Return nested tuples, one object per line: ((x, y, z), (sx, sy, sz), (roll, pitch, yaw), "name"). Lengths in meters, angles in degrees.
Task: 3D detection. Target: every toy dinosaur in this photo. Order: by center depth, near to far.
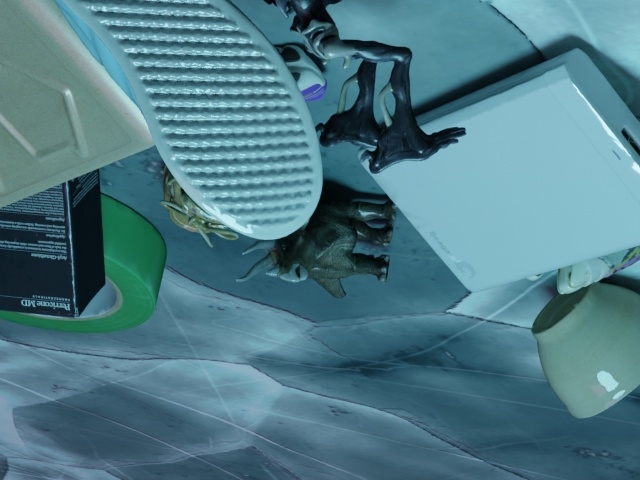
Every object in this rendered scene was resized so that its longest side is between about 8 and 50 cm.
((0.000, 0.000, 1.949), (0.160, 0.121, 0.313), (9, 178, 0), "toy dinosaur")

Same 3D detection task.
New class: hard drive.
((0.197, -0.059, 1.700), (0.203, 0.040, 0.307), (49, 144, -16), "hard drive")

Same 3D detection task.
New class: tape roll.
((-0.353, 0.018, 2.149), (0.321, 0.077, 0.321), (9, 156, 4), "tape roll")

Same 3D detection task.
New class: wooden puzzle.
((-0.344, -0.177, 1.623), (0.348, 0.080, 0.322), (-21, 123, 35), "wooden puzzle")

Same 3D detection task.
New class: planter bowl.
((0.314, 0.110, 2.012), (0.109, 0.162, 0.162), (46, 146, -10), "planter bowl")

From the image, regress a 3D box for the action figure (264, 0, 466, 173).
((0.026, -0.203, 1.442), (0.164, 0.141, 0.275), (18, 134, 60), "action figure")

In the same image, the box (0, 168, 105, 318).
((-0.381, -0.025, 1.933), (0.261, 0.103, 0.184), (6, 112, 12), "box")

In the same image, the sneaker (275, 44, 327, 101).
((-0.071, -0.140, 1.706), (0.170, 0.068, 0.071), (-5, 157, 29), "sneaker")

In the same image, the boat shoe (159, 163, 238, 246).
((-0.112, -0.061, 1.863), (0.105, 0.089, 0.285), (15, 156, -11), "boat shoe")

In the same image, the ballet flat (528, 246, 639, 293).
((0.248, 0.012, 1.887), (0.221, 0.079, 0.077), (17, 152, -15), "ballet flat")

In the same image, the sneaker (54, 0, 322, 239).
((-0.123, -0.168, 1.480), (0.366, 0.135, 0.150), (57, 180, -14), "sneaker")
